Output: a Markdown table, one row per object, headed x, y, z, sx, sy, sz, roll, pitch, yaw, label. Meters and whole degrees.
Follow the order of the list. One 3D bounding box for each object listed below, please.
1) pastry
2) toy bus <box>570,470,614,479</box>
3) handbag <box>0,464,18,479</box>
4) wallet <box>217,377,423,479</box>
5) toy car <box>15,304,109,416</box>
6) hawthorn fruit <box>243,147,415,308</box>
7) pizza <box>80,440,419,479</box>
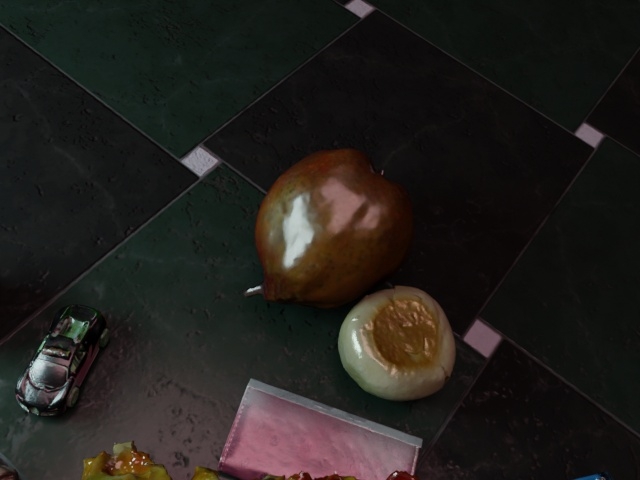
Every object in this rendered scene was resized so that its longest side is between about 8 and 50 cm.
| x | y | z | sx | sy | sz | roll | pitch | yaw | label |
| --- | --- | --- | --- | --- | --- | --- | --- | --- | --- |
| 0.100 | 0.136 | 0.859 | 0.157 | 0.092 | 0.156 | 4 | 60 | -6 | pastry |
| 0.254 | 0.321 | 0.717 | 0.106 | 0.184 | 0.090 | -6 | 59 | -12 | toy bus |
| -0.372 | 0.282 | 0.591 | 0.252 | 0.190 | 0.193 | 15 | 57 | 23 | handbag |
| 0.002 | 0.261 | 0.798 | 0.232 | 0.025 | 0.119 | 19 | 56 | 1 | wallet |
| -0.312 | 0.141 | 0.793 | 0.069 | 0.055 | 0.142 | 16 | 55 | 3 | toy car |
| 0.000 | 0.000 | 0.880 | 0.248 | 0.208 | 0.208 | -45 | 74 | -4 | hawthorn fruit |
| -0.128 | 0.328 | 0.612 | 0.406 | 0.130 | 0.440 | 25 | 50 | 29 | pizza |
